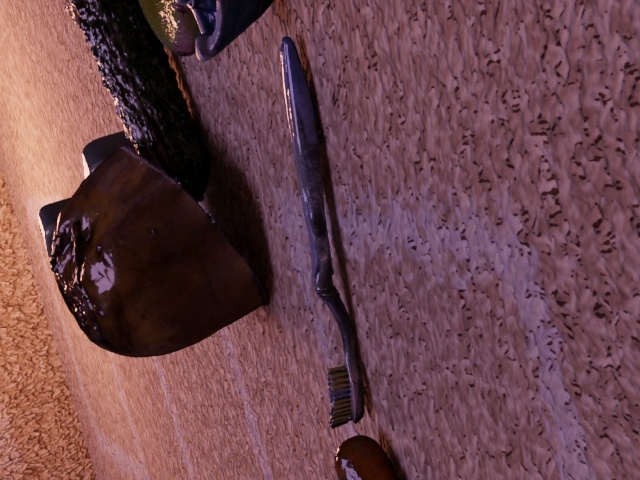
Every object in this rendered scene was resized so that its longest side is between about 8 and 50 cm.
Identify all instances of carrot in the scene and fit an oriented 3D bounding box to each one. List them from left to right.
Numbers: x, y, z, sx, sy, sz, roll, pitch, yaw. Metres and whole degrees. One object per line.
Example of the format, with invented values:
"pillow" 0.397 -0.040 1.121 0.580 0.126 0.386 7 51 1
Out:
"carrot" 0.069 0.266 1.592 0.161 0.055 0.055 54 157 28

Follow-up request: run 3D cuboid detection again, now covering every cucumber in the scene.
"cucumber" -0.222 -0.204 1.950 0.096 0.096 0.359 134 116 -71

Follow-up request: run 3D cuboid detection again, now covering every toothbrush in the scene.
"toothbrush" 0.000 0.000 1.558 0.035 0.042 0.413 -141 39 -61

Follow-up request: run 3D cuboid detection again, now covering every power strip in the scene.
"power strip" -0.274 -0.032 2.111 0.265 0.193 0.059 93 156 -51

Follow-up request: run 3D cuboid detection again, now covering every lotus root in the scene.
"lotus root" -0.211 0.031 1.885 0.272 0.192 0.272 51 166 17

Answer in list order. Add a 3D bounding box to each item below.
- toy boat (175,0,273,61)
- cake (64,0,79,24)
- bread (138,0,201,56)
"toy boat" -0.138 -0.318 1.483 0.129 0.142 0.309 171 82 -71
"cake" -0.326 -0.356 2.186 0.055 0.051 0.140 55 157 31
"bread" -0.189 -0.320 1.826 0.228 0.033 0.228 163 90 -72
